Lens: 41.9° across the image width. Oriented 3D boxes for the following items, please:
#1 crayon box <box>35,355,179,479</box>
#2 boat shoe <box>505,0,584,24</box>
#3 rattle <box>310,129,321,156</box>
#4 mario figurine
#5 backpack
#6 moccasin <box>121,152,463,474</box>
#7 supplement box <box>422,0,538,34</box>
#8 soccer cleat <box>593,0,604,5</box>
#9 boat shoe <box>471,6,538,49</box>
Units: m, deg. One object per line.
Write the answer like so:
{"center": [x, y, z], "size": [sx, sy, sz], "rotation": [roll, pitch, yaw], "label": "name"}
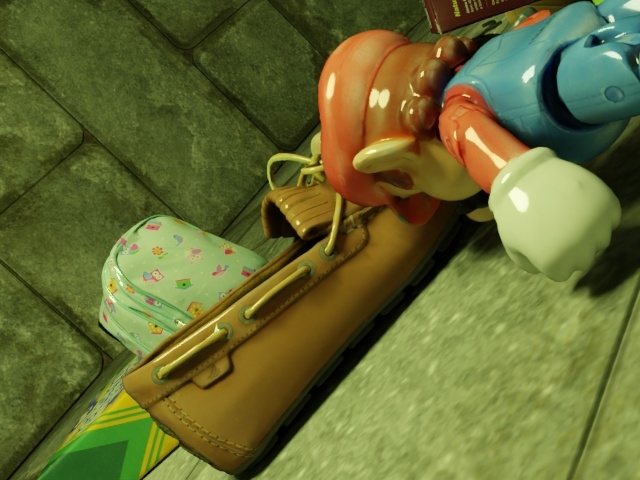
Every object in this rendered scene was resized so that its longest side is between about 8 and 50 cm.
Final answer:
{"center": [-0.171, 0.160, 0.961], "size": [0.323, 0.083, 0.203], "rotation": [-43, 10, 18], "label": "crayon box"}
{"center": [0.315, -0.348, 0.924], "size": [0.277, 0.098, 0.096], "rotation": [-40, 12, 41], "label": "boat shoe"}
{"center": [0.088, -0.099, 0.980], "size": [0.142, 0.130, 0.199], "rotation": [-25, -7, 37], "label": "rattle"}
{"center": [0.135, -0.066, 0.497], "size": [0.198, 0.170, 0.320], "rotation": [-7, -2, -40], "label": "mario figurine"}
{"center": [-0.114, 0.060, 0.777], "size": [0.152, 0.182, 0.115], "rotation": [-52, -15, -53], "label": "backpack"}
{"center": [-0.001, 0.000, 0.674], "size": [0.380, 0.147, 0.139], "rotation": [-47, 7, -7], "label": "moccasin"}
{"center": [0.209, -0.302, 0.821], "size": [0.239, 0.130, 0.073], "rotation": [-17, 12, 4], "label": "supplement box"}
{"center": [0.276, -0.223, 0.629], "size": [0.179, 0.072, 0.060], "rotation": [-34, 15, 52], "label": "soccer cleat"}
{"center": [0.177, -0.182, 0.879], "size": [0.095, 0.079, 0.254], "rotation": [-46, 9, -5], "label": "boat shoe"}
